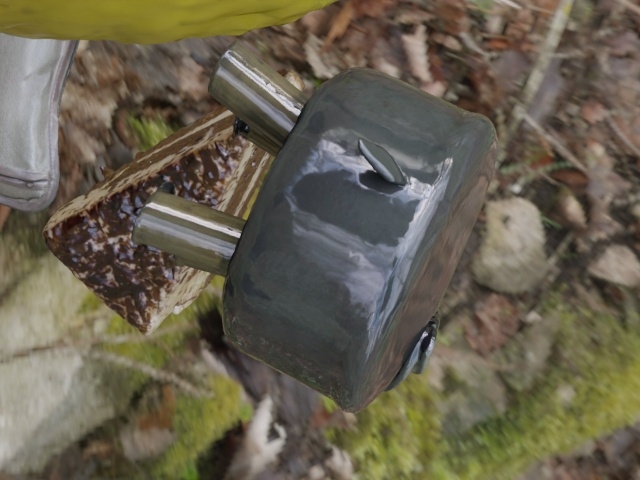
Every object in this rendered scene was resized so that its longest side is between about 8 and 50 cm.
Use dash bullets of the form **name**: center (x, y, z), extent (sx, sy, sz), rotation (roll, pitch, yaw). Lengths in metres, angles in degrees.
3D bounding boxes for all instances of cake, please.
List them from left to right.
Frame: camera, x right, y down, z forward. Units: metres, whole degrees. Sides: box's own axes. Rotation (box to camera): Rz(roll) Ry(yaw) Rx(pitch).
- **cake**: center (-0.087, -0.025, 1.322), extent (0.246, 0.112, 0.135), rotation (-26, 107, 30)

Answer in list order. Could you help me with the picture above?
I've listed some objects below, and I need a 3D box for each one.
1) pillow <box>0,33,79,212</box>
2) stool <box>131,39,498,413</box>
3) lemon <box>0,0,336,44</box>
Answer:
- **pillow**: center (-0.236, -0.127, 1.181), extent (0.131, 0.038, 0.232), rotation (21, 123, 7)
- **stool**: center (-0.004, 0.006, 0.815), extent (0.139, 0.153, 0.228), rotation (26, 133, 12)
- **lemon**: center (-0.073, -0.177, 0.355), extent (0.322, 0.268, 0.268), rotation (14, 101, -5)
